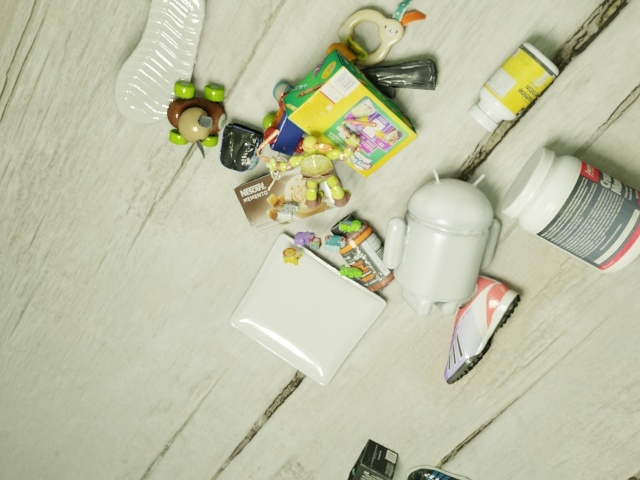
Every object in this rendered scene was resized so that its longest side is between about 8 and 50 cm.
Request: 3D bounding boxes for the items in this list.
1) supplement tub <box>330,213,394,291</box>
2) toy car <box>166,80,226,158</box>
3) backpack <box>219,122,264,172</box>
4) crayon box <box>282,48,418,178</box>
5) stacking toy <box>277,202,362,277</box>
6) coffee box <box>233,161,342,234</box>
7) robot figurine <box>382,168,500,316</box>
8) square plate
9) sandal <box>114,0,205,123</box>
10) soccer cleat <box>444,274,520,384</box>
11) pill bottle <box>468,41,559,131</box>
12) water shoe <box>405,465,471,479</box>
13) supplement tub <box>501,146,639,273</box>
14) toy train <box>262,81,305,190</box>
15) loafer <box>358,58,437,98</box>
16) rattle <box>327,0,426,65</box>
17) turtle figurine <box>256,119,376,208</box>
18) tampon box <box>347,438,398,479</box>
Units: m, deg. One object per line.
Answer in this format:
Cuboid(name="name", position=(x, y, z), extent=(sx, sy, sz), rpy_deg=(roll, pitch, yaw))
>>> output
Cuboid(name="supplement tub", position=(0.111, 0.029, 1.420), extent=(0.106, 0.106, 0.197), rpy_deg=(-36, 95, 24))
Cuboid(name="toy car", position=(-0.294, -0.287, 1.362), extent=(0.149, 0.188, 0.154), rpy_deg=(-1, 122, -26))
Cuboid(name="backpack", position=(-0.202, -0.239, 1.426), extent=(0.105, 0.084, 0.114), rpy_deg=(20, 108, 10))
Cuboid(name="crayon box", position=(0.072, -0.279, 1.253), extent=(0.165, 0.081, 0.279), rpy_deg=(-38, 132, 24))
Cuboid(name="stacking toy", position=(0.000, 0.000, 1.367), extent=(0.221, 0.052, 0.166), rpy_deg=(11, 132, 17))
Cuboid(name="coffee box", position=(-0.078, -0.123, 1.423), extent=(0.247, 0.098, 0.141), rpy_deg=(-17, 103, 21))
Cuboid(name="robot figurine", position=(0.288, 0.005, 1.304), extent=(0.300, 0.200, 0.353), rpy_deg=(0, 114, -23))
Cuboid(name="square plate", position=(-0.042, 0.199, 1.556), extent=(0.344, 0.049, 0.347), rpy_deg=(33, 115, 2))
Cuboid(name="sandal", position=(-0.390, -0.467, 1.392), extent=(0.170, 0.102, 0.416), rpy_deg=(27, 128, -20))
Cuboid(name="soccer cleat", position=(0.390, 0.235, 1.424), extent=(0.116, 0.109, 0.318), rpy_deg=(37, 120, 26))
Cuboid(name="pill bottle", position=(0.416, -0.330, 1.200), extent=(0.103, 0.103, 0.184), rpy_deg=(42, 115, -1))
Cuboid(name="water shoe", position=(0.349, 0.719, 1.609), extent=(0.203, 0.080, 0.072), rpy_deg=(4, 110, 15))
Cuboid(name="supplement tub", position=(0.562, -0.067, 1.203), extent=(0.272, 0.191, 0.191), rpy_deg=(30, 115, 4))
Cuboid(name="toy train", position=(-0.106, -0.263, 1.353), extent=(0.105, 0.143, 0.247), rpy_deg=(14, 115, -35))
Cuboid(name="loafer", position=(0.158, -0.368, 1.278), extent=(0.224, 0.076, 0.078), rpy_deg=(-4, 100, 14))
Cuboid(name="rattle", position=(0.123, -0.470, 1.222), extent=(0.200, 0.143, 0.130), rpy_deg=(-12, 87, 26))
Cuboid(name="turtle figurine", position=(0.009, -0.163, 1.237), extent=(0.270, 0.087, 0.217), rpy_deg=(-14, 139, 6))
Cuboid(name="tampon box", position=(0.147, 0.707, 1.643), extent=(0.102, 0.120, 0.160), rpy_deg=(26, 114, 7))
